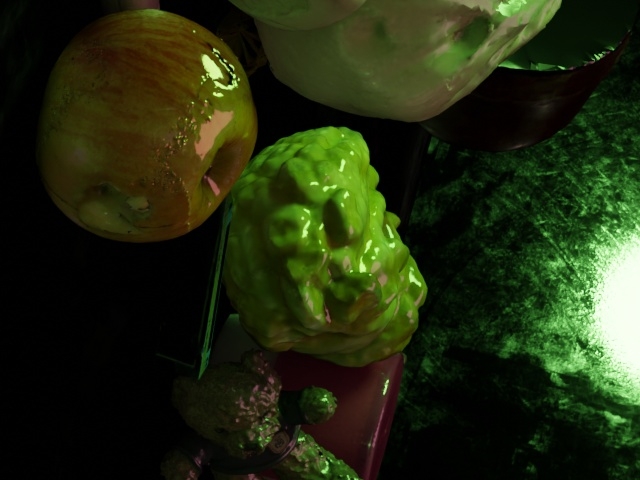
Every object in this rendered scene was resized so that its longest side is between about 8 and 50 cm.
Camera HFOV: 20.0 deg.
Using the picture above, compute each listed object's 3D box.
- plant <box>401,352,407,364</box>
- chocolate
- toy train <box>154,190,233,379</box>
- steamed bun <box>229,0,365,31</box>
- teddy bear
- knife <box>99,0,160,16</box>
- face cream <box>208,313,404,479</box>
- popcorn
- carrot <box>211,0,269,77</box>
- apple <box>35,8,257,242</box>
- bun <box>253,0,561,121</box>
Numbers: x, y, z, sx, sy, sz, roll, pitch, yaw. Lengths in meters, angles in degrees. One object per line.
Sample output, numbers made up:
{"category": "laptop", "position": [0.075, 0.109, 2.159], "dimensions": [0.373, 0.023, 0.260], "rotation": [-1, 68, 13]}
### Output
{"category": "plant", "position": [0.006, 0.188, 2.259], "dimensions": [0.194, 0.182, 0.320], "rotation": [-3, 111, -82]}
{"category": "chocolate", "position": [0.242, -0.309, 2.612], "dimensions": [0.331, 0.384, 0.383], "rotation": [122, -12, -61]}
{"category": "toy train", "position": [-0.107, 0.019, 1.593], "dimensions": [0.042, 0.044, 0.209], "rotation": [-59, 162, -64]}
{"category": "steamed bun", "position": [-0.029, -0.271, 1.248], "dimensions": [0.170, 0.153, 0.238], "rotation": [33, 64, -41]}
{"category": "teddy bear", "position": [-0.071, 0.200, 1.795], "dimensions": [0.182, 0.129, 0.251], "rotation": [-32, 131, -12]}
{"category": "knife", "position": [-0.127, -0.147, 1.237], "dimensions": [0.336, 0.043, 0.081], "rotation": [102, -2, -68]}
{"category": "face cream", "position": [-0.023, 0.179, 1.944], "dimensions": [0.175, 0.195, 0.175], "rotation": [13, 90, -82]}
{"category": "popcorn", "position": [0.000, 0.000, 1.778], "dimensions": [0.286, 0.174, 0.225], "rotation": [29, 53, -66]}
{"category": "carrot", "position": [-0.045, -0.207, 1.573], "dimensions": [0.228, 0.069, 0.069], "rotation": [-65, 167, -59]}
{"category": "apple", "position": [-0.105, -0.070, 1.128], "dimensions": [0.146, 0.146, 0.146], "rotation": [14, 90, -83]}
{"category": "bun", "position": [0.073, -0.276, 1.473], "dimensions": [0.326, 0.235, 0.362], "rotation": [59, 38, -33]}
